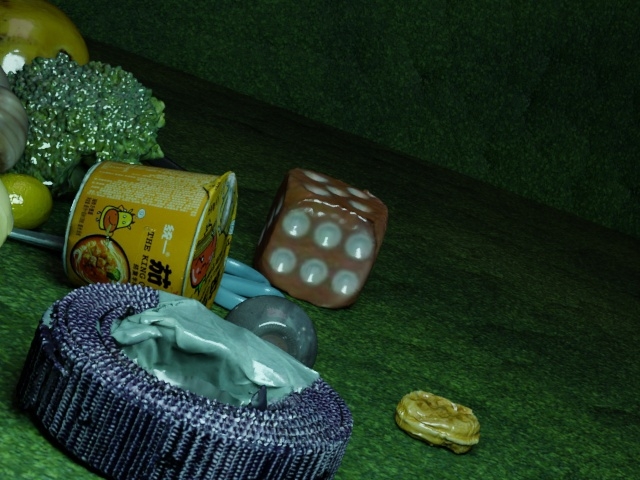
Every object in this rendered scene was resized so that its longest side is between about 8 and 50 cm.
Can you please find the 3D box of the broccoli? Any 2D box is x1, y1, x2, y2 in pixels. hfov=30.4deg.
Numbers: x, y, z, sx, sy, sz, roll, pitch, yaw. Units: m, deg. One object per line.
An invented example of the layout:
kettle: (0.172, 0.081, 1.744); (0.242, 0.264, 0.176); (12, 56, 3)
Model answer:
broccoli: (-0.371, -0.159, 1.744); (0.288, 0.235, 0.260); (23, 12, 23)

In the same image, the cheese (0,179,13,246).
cheese: (-0.518, -0.069, 1.400); (0.259, 0.128, 0.316); (8, 15, -37)

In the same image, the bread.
bread: (0.146, 0.227, 1.470); (0.110, 0.044, 0.083); (20, 17, -1)

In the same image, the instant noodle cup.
instant noodle cup: (-0.213, -0.002, 1.482); (0.172, 0.216, 0.216); (15, 13, 7)

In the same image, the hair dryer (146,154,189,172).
hair dryer: (-0.313, -0.147, 2.198); (0.248, 0.071, 0.114); (37, 17, 23)

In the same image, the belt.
belt: (-0.127, 0.153, 1.167); (0.324, 0.122, 0.260); (22, 18, -3)

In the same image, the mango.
mango: (-0.564, -0.306, 2.001); (0.300, 0.232, 0.445); (-22, 25, -28)

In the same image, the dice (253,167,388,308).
dice: (0.000, 0.000, 1.861); (0.174, 0.174, 0.179); (21, 18, -9)

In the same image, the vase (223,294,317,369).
vase: (-0.070, 0.121, 1.421); (0.120, 0.120, 0.183); (20, 0, -10)

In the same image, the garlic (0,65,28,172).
garlic: (-0.487, -0.188, 1.577); (0.214, 0.160, 0.191); (17, -31, -9)

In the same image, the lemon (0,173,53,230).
lemon: (-0.414, -0.052, 1.593); (0.110, 0.082, 0.082); (7, 20, -46)

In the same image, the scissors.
scissors: (-0.256, 0.029, 1.633); (0.447, 0.029, 0.192); (15, 15, -28)
